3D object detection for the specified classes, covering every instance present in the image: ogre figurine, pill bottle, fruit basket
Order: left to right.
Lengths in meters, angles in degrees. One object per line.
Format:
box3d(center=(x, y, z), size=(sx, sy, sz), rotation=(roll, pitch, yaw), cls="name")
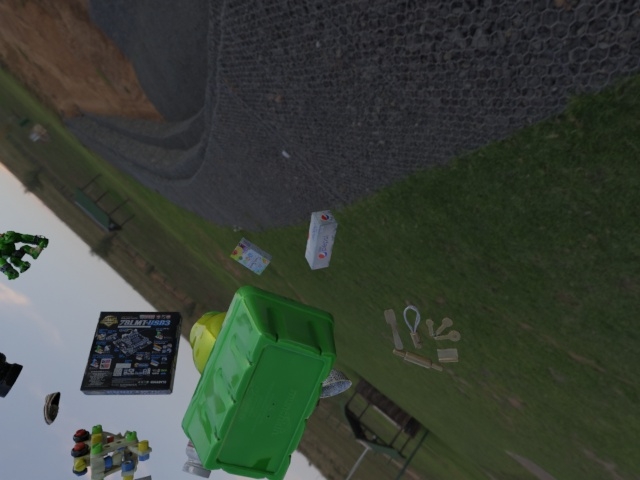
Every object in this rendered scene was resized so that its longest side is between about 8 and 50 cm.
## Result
box3d(center=(-0.950, 0.348, 1.167), size=(0.219, 0.123, 0.123), rotation=(34, 171, -28), cls="pill bottle")
box3d(center=(-0.936, 0.035, 1.312), size=(0.118, 0.197, 0.097), rotation=(26, 139, -17), cls="ogre figurine")
box3d(center=(-0.376, 0.667, 1.438), size=(0.121, 0.216, 0.121), rotation=(13, 150, 8), cls="pill bottle")
box3d(center=(-0.158, 0.286, 0.978), size=(0.283, 0.392, 0.392), rotation=(22, 172, -19), cls="fruit basket")

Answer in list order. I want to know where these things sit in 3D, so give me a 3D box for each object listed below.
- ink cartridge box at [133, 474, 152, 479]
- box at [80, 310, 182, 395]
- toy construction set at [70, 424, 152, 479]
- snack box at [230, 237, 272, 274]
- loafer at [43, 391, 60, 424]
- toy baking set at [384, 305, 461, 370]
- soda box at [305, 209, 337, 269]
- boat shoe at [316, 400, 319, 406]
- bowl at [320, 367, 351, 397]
box3d(center=(-0.681, 0.902, 1.397), size=(0.233, 0.171, 0.168), rotation=(8, -134, -40), cls="ink cartridge box")
box3d(center=(-0.669, 0.401, 1.550), size=(0.295, 0.293, 0.073), rotation=(2, 144, -8), cls="box")
box3d(center=(-0.662, 0.660, 1.360), size=(0.328, 0.215, 0.151), rotation=(-29, 68, 60), cls="toy construction set")
box3d(center=(-0.275, 0.064, 1.712), size=(0.141, 0.037, 0.100), rotation=(35, 129, -9), cls="snack box")
box3d(center=(-0.852, 0.529, 1.365), size=(0.125, 0.039, 0.045), rotation=(40, 152, 53), cls="loafer")
box3d(center=(0.310, 0.299, 1.326), size=(0.256, 0.197, 0.030), rotation=(15, -157, 9), cls="toy baking set")
box3d(center=(0.000, 0.000, 1.967), size=(0.286, 0.091, 0.098), rotation=(101, 151, -44), cls="soda box")
box3d(center=(-0.085, 0.439, 1.099), size=(0.064, 0.178, 0.060), rotation=(-177, 75, -73), cls="boat shoe")
box3d(center=(0.040, 0.594, 1.818), size=(0.170, 0.170, 0.080), rotation=(59, -171, -53), cls="bowl")
